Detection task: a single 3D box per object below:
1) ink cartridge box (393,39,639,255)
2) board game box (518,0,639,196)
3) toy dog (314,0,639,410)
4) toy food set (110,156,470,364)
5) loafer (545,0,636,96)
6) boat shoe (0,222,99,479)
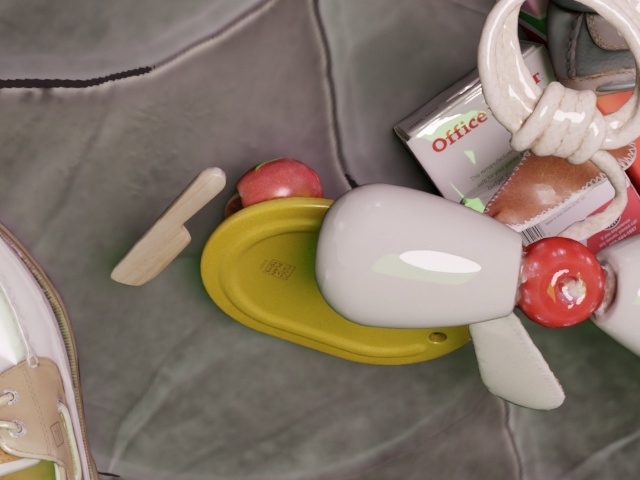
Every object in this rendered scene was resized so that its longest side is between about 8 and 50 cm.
[{"bbox_3d":[0.124,-0.042,0.671,0.099,0.056,0.135,-35,105,4],"label":"ink cartridge box"},{"bbox_3d":[0.240,-0.171,0.643,0.242,0.064,0.316,-36,105,5],"label":"board game box"},{"bbox_3d":[0.175,0.013,0.582,0.334,0.161,0.220,30,100,-6],"label":"toy dog"},{"bbox_3d":[0.000,0.000,0.656,0.218,0.071,0.128,21,136,-19],"label":"toy food set"},{"bbox_3d":[0.254,-0.131,0.586,0.268,0.096,0.084,-5,125,3],"label":"loafer"},{"bbox_3d":[-0.198,0.114,0.658,0.113,0.103,0.302,-19,105,0],"label":"boat shoe"}]
